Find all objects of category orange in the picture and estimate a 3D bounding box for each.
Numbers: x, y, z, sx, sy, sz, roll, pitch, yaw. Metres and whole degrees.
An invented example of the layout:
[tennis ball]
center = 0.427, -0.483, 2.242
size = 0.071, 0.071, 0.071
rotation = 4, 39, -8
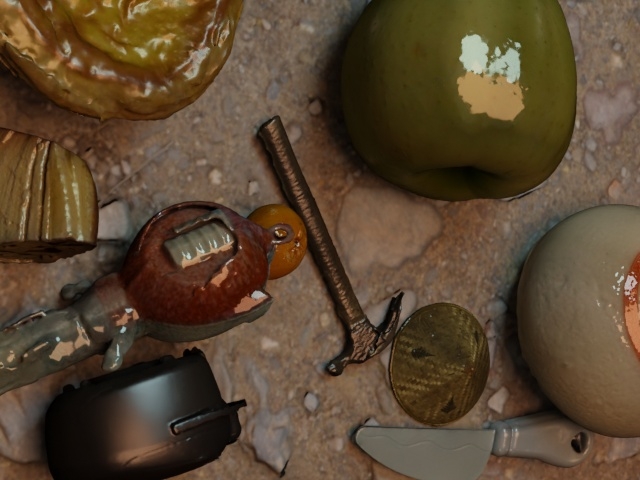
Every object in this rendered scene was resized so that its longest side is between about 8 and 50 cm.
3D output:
[orange]
center = -0.051, 0.002, 1.573
size = 0.083, 0.070, 0.083
rotation = -27, 120, -61

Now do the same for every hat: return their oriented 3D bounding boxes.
[hat]
center = 0.157, 0.144, 1.708
size = 0.146, 0.067, 0.146
rotation = -1, 91, -31

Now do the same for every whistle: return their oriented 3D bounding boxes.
[whistle]
center = -0.179, 0.057, 1.462
size = 0.346, 0.134, 0.142
rotation = -24, 73, -17

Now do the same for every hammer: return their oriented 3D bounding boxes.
[hammer]
center = 0.000, 0.000, 1.635
size = 0.125, 0.027, 0.297
rotation = -33, 107, -26

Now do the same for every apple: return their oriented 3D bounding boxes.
[apple]
center = 0.153, -0.173, 1.612
size = 0.279, 0.279, 0.279
rotation = -1, 91, -31

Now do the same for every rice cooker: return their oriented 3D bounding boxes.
[rice cooker]
center = -0.175, 0.181, 1.469
size = 0.203, 0.142, 0.118
rotation = -14, 86, -33

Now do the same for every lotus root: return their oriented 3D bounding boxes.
[lotus root]
center = -0.283, -0.035, 1.434
size = 0.159, 0.095, 0.135
rotation = 8, 79, 9

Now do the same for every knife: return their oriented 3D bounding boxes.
[knife]
center = 0.181, 0.246, 1.743
size = 0.331, 0.044, 0.080
rotation = 0, 100, -29

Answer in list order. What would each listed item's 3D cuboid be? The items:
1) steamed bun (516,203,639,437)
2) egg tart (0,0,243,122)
[steamed bun]
center = 0.377, 0.091, 1.755
size = 0.283, 0.177, 0.283
rotation = 7, 77, -33
[egg tart]
center = -0.220, -0.271, 1.430
size = 0.341, 0.129, 0.341
rotation = 4, 83, -36
